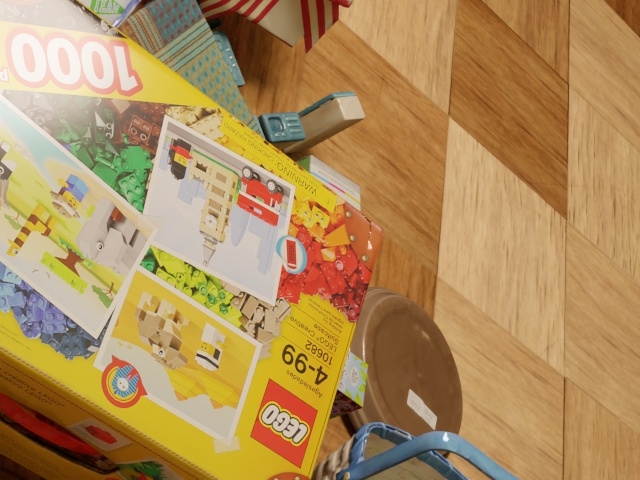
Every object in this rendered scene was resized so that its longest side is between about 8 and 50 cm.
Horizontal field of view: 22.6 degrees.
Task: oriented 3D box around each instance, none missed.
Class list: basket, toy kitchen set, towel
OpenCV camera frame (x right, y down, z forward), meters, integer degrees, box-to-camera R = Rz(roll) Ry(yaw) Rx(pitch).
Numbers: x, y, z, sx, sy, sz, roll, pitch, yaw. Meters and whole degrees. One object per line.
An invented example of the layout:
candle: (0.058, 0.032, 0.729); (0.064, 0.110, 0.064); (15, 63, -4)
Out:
basket: (0.119, 0.330, 1.958); (0.254, 0.289, 0.201); (38, 46, -34)
toy kitchen set: (-0.067, -0.213, 2.199); (0.207, 0.122, 0.166); (-12, 78, -54)
towel: (-0.170, -0.109, 2.005); (0.271, 0.040, 0.370); (-43, 113, -46)

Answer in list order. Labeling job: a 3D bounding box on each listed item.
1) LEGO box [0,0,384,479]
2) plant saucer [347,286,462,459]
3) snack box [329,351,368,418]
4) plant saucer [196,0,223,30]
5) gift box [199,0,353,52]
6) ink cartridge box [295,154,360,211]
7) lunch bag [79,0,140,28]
LEGO box: (-0.216, 0.027, 1.573); (0.500, 0.193, 0.373); (35, 53, -26)
plant saucer: (0.119, 0.194, 2.244); (0.278, 0.041, 0.278); (31, 49, -44)
snack box: (-0.075, 0.151, 1.922); (0.207, 0.174, 0.070); (40, 44, -33)
plant saucer: (-0.204, -0.369, 2.210); (0.192, 0.018, 0.067); (60, 35, -8)
gift box: (-0.077, -0.416, 2.161); (0.255, 0.276, 0.258); (20, 26, -49)
ink cartridge box: (0.000, 0.000, 2.205); (0.109, 0.062, 0.209); (31, 48, -39)
lunch bag: (-0.302, -0.389, 1.854); (0.303, 0.115, 0.243); (47, 62, -29)
